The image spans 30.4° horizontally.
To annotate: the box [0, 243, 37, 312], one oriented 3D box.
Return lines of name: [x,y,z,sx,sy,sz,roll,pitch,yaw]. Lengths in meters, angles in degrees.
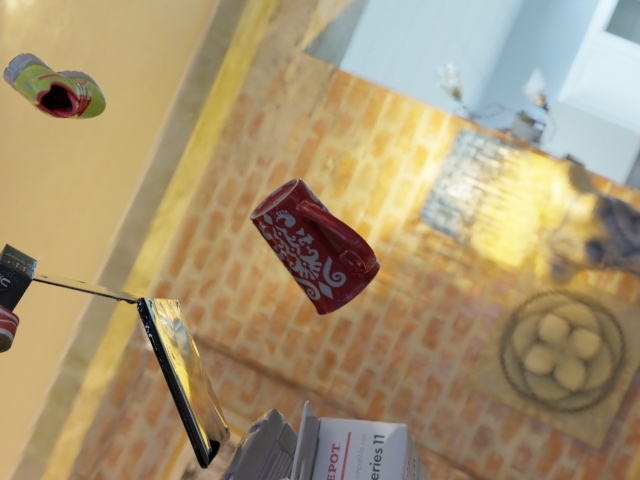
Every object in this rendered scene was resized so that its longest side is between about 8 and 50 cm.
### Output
box: [-0.426,0.052,1.606,0.062,0.052,0.083,-55,17,11]

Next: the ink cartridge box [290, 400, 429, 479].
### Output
ink cartridge box: [0.056,0.354,1.462,0.353,0.119,0.207,66,-150,-58]

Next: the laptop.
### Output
laptop: [-0.335,0.185,1.862,0.236,0.408,0.382,-22,-3,0]

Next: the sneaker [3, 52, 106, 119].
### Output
sneaker: [-0.407,-0.223,1.867,0.081,0.094,0.208,-53,-27,14]

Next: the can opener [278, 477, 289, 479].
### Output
can opener: [-0.146,0.352,1.440,0.093,0.280,0.074,39,-143,-38]

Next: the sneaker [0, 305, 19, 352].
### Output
sneaker: [-0.442,0.116,1.504,0.067,0.118,0.042,-82,-12,-59]

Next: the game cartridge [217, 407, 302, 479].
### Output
game cartridge: [-0.068,0.437,1.928,0.068,0.230,0.355,-41,5,20]

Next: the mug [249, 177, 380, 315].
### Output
mug: [0.001,-0.004,1.630,0.150,0.169,0.113,-31,15,31]
